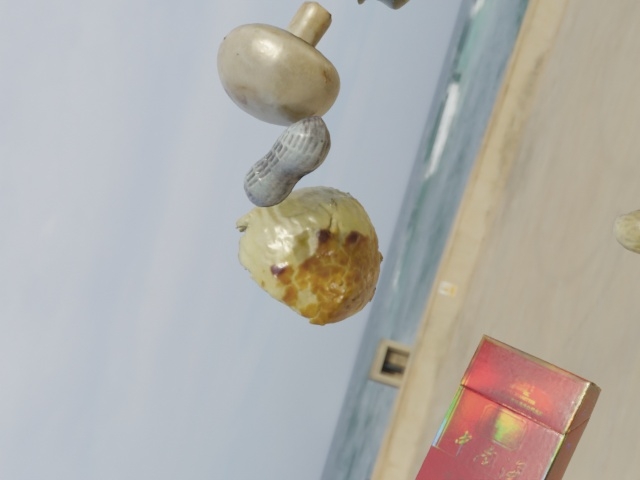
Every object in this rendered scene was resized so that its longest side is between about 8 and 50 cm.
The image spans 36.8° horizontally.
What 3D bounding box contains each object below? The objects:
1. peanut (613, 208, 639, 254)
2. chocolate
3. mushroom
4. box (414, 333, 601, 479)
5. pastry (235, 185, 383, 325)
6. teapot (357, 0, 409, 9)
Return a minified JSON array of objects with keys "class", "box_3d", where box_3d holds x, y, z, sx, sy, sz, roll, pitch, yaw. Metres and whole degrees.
[{"class":"peanut","box_3d":[0.681,0.006,1.852,0.110,0.236,0.120,-18,-55,-66]},{"class":"chocolate","box_3d":[-0.047,-0.109,1.352,0.167,0.072,0.072,-42,14,31]},{"class":"mushroom","box_3d":[-0.054,-0.298,1.561,0.215,0.207,0.207,-61,-7,-13]},{"class":"box","box_3d":[0.292,0.334,1.548,0.089,0.197,0.313,33,-98,-54]},{"class":"pastry","box_3d":[-0.001,0.005,1.634,0.256,0.237,0.170,-8,-40,-51]},{"class":"teapot","box_3d":[0.125,-0.527,1.907,0.165,0.119,0.130,-82,-15,-62]}]
